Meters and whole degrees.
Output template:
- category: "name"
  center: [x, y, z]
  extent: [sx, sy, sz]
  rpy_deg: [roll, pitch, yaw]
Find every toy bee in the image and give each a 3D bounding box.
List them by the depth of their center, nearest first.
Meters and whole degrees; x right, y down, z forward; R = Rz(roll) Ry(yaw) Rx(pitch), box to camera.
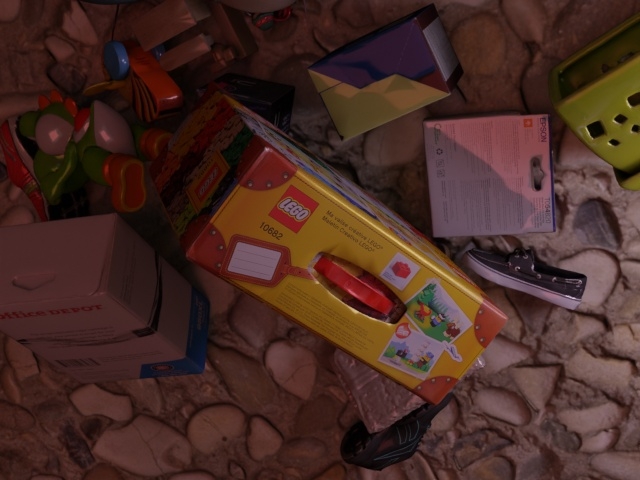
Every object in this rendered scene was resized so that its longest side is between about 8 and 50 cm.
- category: "toy bee"
  center: [-0.342, -0.315, 1.791]
  extent: [0.195, 0.298, 0.162]
  rpy_deg: [1, 146, -20]

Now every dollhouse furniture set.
- category: "dollhouse furniture set"
  center: [-0.222, -0.362, 1.733]
  extent: [0.123, 0.151, 0.144]
  rpy_deg: [-19, 103, 32]

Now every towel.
- category: "towel"
  center: [0.160, 0.226, 1.850]
  extent: [0.282, 0.049, 0.187]
  rpy_deg: [-35, 73, 22]

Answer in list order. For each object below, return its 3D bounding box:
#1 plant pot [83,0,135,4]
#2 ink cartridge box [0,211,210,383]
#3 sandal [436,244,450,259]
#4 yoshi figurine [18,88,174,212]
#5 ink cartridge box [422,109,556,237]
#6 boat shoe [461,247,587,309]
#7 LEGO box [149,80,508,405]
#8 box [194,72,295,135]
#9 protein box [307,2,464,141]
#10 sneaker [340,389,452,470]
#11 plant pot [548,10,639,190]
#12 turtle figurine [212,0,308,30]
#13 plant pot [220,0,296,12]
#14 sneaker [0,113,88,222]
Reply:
- category: "plant pot"
  center: [-0.390, -0.524, 1.667]
  extent: [0.195, 0.290, 0.290]
  rpy_deg: [-18, 105, 44]
- category: "ink cartridge box"
  center: [-0.419, 0.120, 1.827]
  extent: [0.285, 0.166, 0.395]
  rpy_deg: [-7, 151, 17]
- category: "sandal"
  center: [0.165, 0.068, 1.813]
  extent: [0.180, 0.072, 0.049]
  rpy_deg: [-32, 141, 27]
- category: "yoshi figurine"
  center: [-0.416, -0.143, 1.794]
  extent: [0.362, 0.203, 0.203]
  rpy_deg: [22, 88, 36]
- category: "ink cartridge box"
  center: [0.301, -0.117, 1.727]
  extent: [0.223, 0.045, 0.224]
  rpy_deg: [-1, 109, 15]
- category: "boat shoe"
  center: [0.371, 0.051, 1.753]
  extent: [0.228, 0.080, 0.076]
  rpy_deg: [22, 107, 5]
- category: "LEGO box"
  center: [0.000, 0.000, 1.559]
  extent: [0.500, 0.372, 0.193]
  rpy_deg: [34, 99, -28]
- category: "box"
  center: [-0.148, -0.150, 1.773]
  extent: [0.143, 0.165, 0.271]
  rpy_deg: [13, 112, 9]
- category: "protein box"
  center: [0.114, -0.285, 1.632]
  extent: [0.199, 0.201, 0.136]
  rpy_deg: [-22, 102, 21]
- category: "sneaker"
  center: [0.163, 0.365, 1.927]
  extent: [0.267, 0.101, 0.106]
  rpy_deg: [-39, 120, 21]
- category: "plant pot"
  center: [0.513, -0.222, 1.540]
  extent: [0.227, 0.228, 0.207]
  rpy_deg: [-33, 105, 23]
- category: "turtle figurine"
  center: [-0.124, -0.449, 1.681]
  extent: [0.175, 0.118, 0.234]
  rpy_deg: [-25, 88, -18]
- category: "plant pot"
  center: [-0.079, -0.517, 1.492]
  extent: [0.333, 0.305, 0.334]
  rpy_deg: [3, 76, -12]
- category: "sneaker"
  center: [-0.561, -0.118, 1.951]
  extent: [0.118, 0.107, 0.279]
  rpy_deg: [-13, 103, 38]
